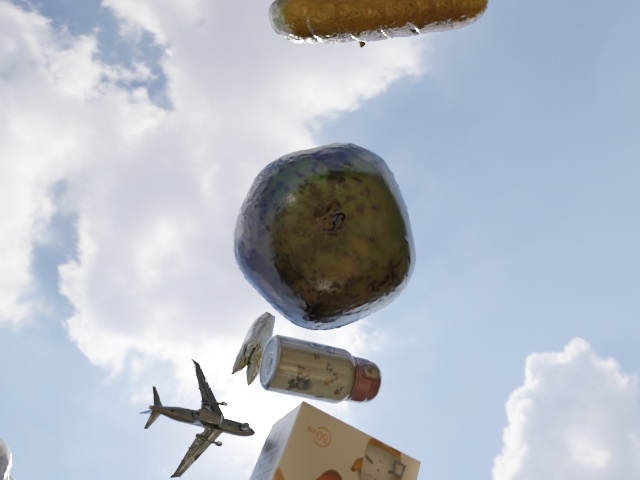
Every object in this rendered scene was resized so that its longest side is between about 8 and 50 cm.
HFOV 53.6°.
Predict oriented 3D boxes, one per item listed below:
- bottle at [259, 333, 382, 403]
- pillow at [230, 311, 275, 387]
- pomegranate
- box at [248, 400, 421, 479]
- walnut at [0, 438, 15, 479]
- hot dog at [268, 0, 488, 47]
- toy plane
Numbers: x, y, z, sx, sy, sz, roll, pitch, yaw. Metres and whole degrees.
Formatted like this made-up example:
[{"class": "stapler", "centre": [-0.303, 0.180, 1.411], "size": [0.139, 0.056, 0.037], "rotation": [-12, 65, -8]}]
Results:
[{"class": "bottle", "centre": [0.007, 0.256, 1.223], "size": [0.233, 0.110, 0.109], "rotation": [16, -84, -18]}, {"class": "pillow", "centre": [-0.170, 0.279, 1.683], "size": [0.078, 0.181, 0.134], "rotation": [24, -66, -4]}, {"class": "pomegranate", "centre": [0.000, 0.000, 1.000], "size": [0.285, 0.340, 0.284], "rotation": [1, -96, -5]}, {"class": "box", "centre": [-0.015, 0.444, 0.912], "size": [0.225, 0.143, 0.341], "rotation": [29, -127, -7]}, {"class": "walnut", "centre": [-0.396, 0.271, 0.586], "size": [0.225, 0.261, 0.224], "rotation": [0, -74, -1]}, {"class": "hot dog", "centre": [0.078, -0.285, 0.793], "size": [0.286, 0.088, 0.061], "rotation": [-10, -88, -10]}, {"class": "toy plane", "centre": [-0.221, 0.335, 1.180], "size": [0.226, 0.058, 0.225], "rotation": [17, -127, -18]}]
